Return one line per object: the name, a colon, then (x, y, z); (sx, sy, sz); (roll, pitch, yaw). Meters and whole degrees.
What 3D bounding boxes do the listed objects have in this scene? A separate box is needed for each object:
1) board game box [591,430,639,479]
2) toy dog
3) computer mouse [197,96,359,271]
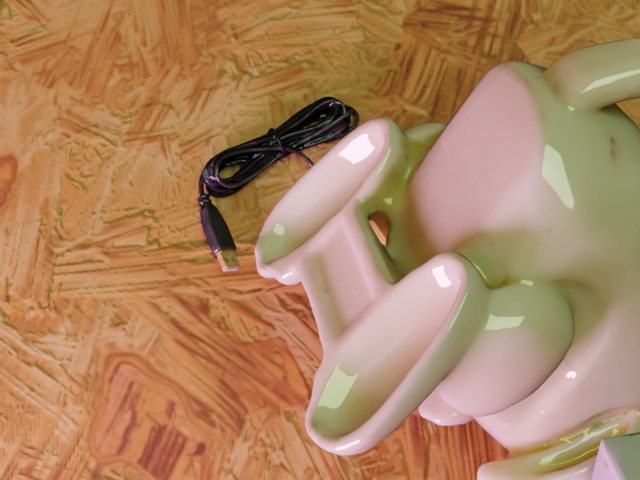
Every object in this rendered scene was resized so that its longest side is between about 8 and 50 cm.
board game box: (0.316, 0.236, 0.951); (0.224, 0.303, 0.097); (-13, 51, -6)
toy dog: (0.208, 0.050, 1.000); (0.408, 0.284, 0.395); (33, 102, -32)
computer mouse: (0.000, 0.000, 1.130); (0.184, 0.060, 0.262); (-24, 77, -11)
